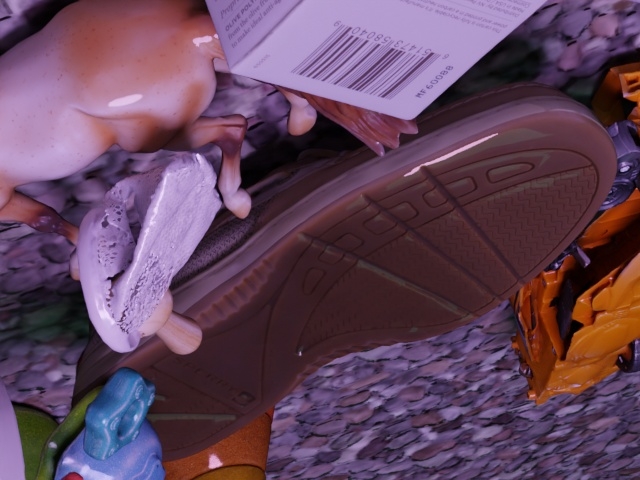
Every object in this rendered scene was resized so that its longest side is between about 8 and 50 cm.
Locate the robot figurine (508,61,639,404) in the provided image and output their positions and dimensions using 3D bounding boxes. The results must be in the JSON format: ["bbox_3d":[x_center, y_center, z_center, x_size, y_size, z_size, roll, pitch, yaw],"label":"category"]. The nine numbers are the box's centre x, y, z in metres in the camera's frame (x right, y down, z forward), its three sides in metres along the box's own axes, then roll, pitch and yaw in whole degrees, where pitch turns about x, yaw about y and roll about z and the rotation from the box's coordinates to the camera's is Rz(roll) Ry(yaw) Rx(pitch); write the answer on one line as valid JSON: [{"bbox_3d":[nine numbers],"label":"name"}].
[{"bbox_3d":[0.191,-0.011,0.973,0.211,0.085,0.291,-13,151,-12],"label":"robot figurine"}]

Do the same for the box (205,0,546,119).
[{"bbox_3d":[0.019,-0.115,0.689,0.101,0.087,0.102,11,138,-43],"label":"box"}]

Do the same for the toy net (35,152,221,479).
[{"bbox_3d":[-0.096,0.057,0.769,0.122,0.045,0.232,-43,154,-46],"label":"toy net"}]

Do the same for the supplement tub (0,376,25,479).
[{"bbox_3d":[-0.299,0.108,0.713,0.316,0.228,0.228,13,138,-37],"label":"supplement tub"}]

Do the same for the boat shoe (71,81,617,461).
[{"bbox_3d":[0.000,0.000,0.869,0.302,0.098,0.109,-32,131,26],"label":"boat shoe"}]

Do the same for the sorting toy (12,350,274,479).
[{"bbox_3d":[-0.171,0.163,1.014,0.365,0.126,0.127,-25,151,9],"label":"sorting toy"}]

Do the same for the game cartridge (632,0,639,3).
[{"bbox_3d":[0.102,-0.101,0.506,0.355,0.230,0.068,15,102,-2],"label":"game cartridge"}]

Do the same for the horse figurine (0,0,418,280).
[{"bbox_3d":[-0.099,-0.043,0.764,0.263,0.066,0.174,-20,154,12],"label":"horse figurine"}]
